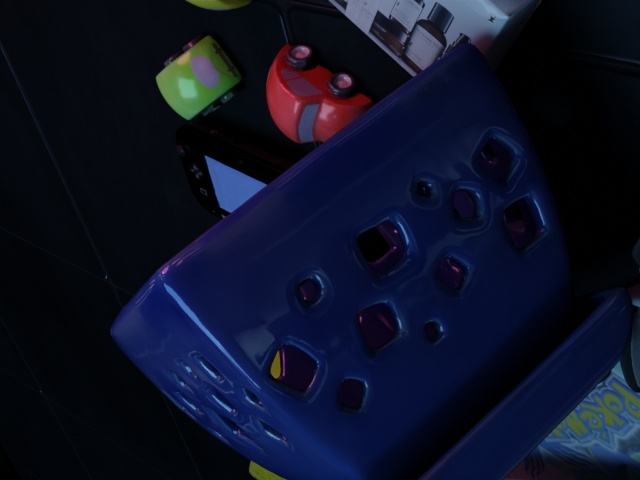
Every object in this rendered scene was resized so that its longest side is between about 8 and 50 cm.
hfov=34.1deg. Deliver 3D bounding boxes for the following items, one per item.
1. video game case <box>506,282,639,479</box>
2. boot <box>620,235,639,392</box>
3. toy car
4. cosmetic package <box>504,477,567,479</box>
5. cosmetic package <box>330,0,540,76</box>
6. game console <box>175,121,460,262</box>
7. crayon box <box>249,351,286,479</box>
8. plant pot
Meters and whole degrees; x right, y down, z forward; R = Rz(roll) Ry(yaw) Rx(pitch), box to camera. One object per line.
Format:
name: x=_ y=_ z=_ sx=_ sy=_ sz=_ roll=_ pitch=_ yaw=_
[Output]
video game case: x=0.255 y=0.193 z=0.835 sx=0.300 sy=0.036 sz=0.329 roll=49 pitch=150 yaw=-1
boot: x=0.292 y=0.116 z=0.623 sx=0.223 sy=0.118 sz=0.338 roll=19 pitch=128 yaw=35
toy car: x=-0.084 y=-0.146 z=0.865 sx=0.239 sy=0.053 sz=0.225 roll=53 pitch=150 yaw=-8
cosmetic package: x=0.099 y=0.333 z=0.880 sx=0.453 sy=0.230 sz=0.161 roll=-14 pitch=121 yaw=50
cosmetic package: x=0.026 y=-0.200 z=0.655 sx=0.239 sy=0.060 sz=0.099 roll=43 pitch=149 yaw=9
game console: x=0.000 y=0.000 z=0.912 sx=0.361 sy=0.044 sz=0.213 roll=27 pitch=135 yaw=38
crayon box: x=0.031 y=0.225 z=1.118 sx=0.202 sy=0.081 sz=0.318 roll=38 pitch=149 yaw=16
plant pot: x=0.032 y=0.052 z=0.655 sx=0.212 sy=0.236 sz=0.236 roll=51 pitch=159 yaw=-2
